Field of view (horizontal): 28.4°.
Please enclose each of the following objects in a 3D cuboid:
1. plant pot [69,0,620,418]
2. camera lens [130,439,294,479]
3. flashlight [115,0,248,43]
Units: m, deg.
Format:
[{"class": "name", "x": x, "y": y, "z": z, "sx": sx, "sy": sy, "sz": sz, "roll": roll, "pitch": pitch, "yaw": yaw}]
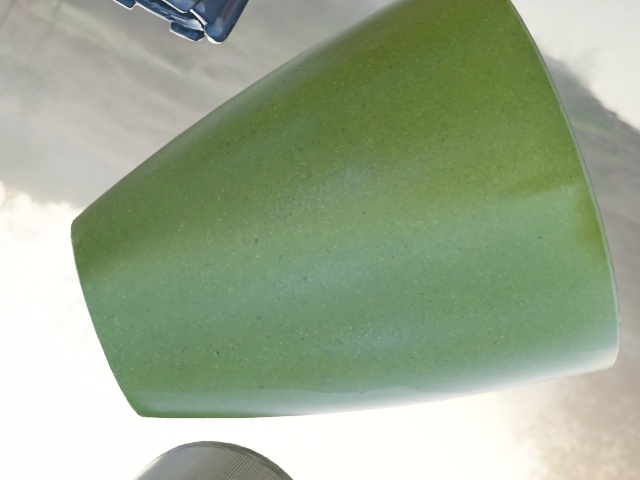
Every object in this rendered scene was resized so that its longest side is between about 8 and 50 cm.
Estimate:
[{"class": "plant pot", "x": 0.000, "y": 0.000, "z": 0.817, "sx": 0.275, "sy": 0.293, "sz": 0.275, "roll": 161, "pitch": 90, "yaw": -89}, {"class": "camera lens", "x": -0.128, "y": 0.326, "z": 1.185, "sx": 0.219, "sy": 0.219, "sz": 0.274, "roll": 29, "pitch": -163, "yaw": 8}, {"class": "flashlight", "x": -0.025, "y": -0.261, "z": 0.698, "sx": 0.103, "sy": 0.304, "sz": 0.103, "roll": 24, "pitch": 173, "yaw": 34}]
